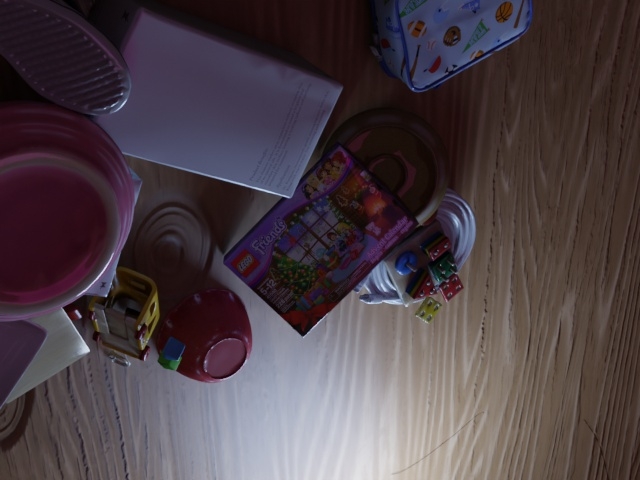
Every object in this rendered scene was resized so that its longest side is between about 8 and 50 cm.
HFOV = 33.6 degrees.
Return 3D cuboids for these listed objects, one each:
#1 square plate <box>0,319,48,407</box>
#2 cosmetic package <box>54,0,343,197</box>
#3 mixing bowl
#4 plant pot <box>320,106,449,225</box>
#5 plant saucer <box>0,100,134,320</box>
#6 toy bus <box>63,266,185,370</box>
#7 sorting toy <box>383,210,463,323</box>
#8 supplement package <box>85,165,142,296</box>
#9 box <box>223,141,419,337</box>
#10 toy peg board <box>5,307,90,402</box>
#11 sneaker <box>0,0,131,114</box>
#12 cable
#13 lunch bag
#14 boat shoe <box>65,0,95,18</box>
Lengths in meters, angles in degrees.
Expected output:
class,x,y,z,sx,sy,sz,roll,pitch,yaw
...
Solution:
class,x,y,z,sx,sy,sz,roll,pitch,yaw
square plate,-0.641,0.188,1.575,0.347,0.049,0.344,31,99,-21
cosmetic package,-0.182,-0.222,1.631,0.384,0.156,0.217,16,107,-38
mixing bowl,-0.192,0.187,1.909,0.181,0.098,0.182,-16,124,-25
plant pot,0.116,-0.118,1.894,0.236,0.032,0.237,-1,103,-3
plant saucer,-0.405,-0.024,1.451,0.332,0.084,0.332,-16,124,-25
toy bus,-0.319,0.124,1.776,0.191,0.202,0.104,45,57,-35
sorting toy,0.202,0.056,2.008,0.132,0.046,0.275,-37,131,-12
supplement package,-0.432,-0.044,1.575,0.261,0.145,0.204,6,113,-37
box,0.000,0.000,1.869,0.201,0.057,0.293,43,97,-12
toy peg board,-0.484,0.158,1.723,0.161,0.079,0.161,-32,146,-12
sneaker,-0.388,-0.295,1.412,0.321,0.127,0.126,33,115,-22
cable,0.178,0.004,2.054,0.257,0.089,0.257,12,108,-38
lunch bag,0.221,-0.399,1.824,0.303,0.115,0.243,-30,132,-17
boat shoe,-0.337,-0.354,1.469,0.048,0.056,0.153,-48,172,-7
